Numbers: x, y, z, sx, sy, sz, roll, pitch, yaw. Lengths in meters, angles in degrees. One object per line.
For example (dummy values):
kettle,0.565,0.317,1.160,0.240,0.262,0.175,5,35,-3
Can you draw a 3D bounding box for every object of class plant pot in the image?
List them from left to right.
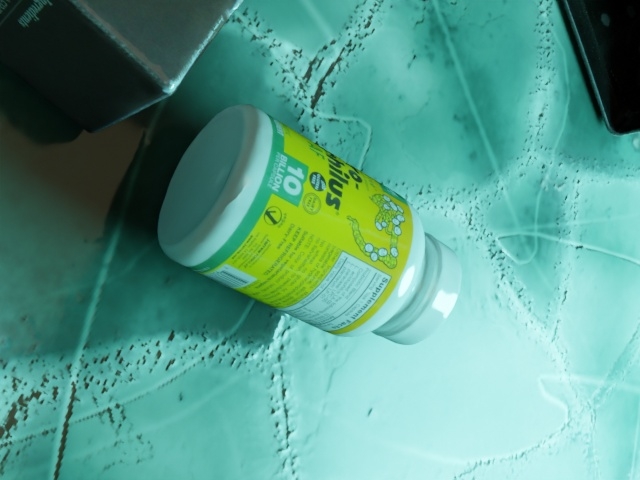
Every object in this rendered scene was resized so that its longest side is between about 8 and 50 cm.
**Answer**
plant pot,0.377,-0.237,0.789,0.167,0.188,0.187,-39,110,-39

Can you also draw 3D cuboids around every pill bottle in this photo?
pill bottle,0.000,0.000,0.575,0.208,0.118,0.117,29,75,-29

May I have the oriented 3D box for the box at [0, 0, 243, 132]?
box,-0.199,-0.259,0.429,0.381,0.143,0.191,41,63,-24
